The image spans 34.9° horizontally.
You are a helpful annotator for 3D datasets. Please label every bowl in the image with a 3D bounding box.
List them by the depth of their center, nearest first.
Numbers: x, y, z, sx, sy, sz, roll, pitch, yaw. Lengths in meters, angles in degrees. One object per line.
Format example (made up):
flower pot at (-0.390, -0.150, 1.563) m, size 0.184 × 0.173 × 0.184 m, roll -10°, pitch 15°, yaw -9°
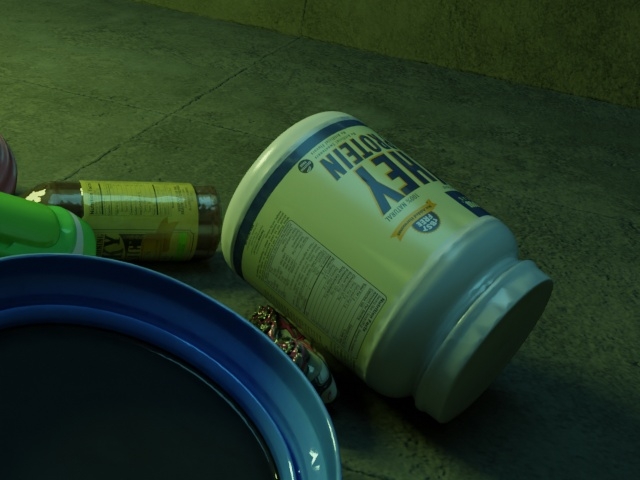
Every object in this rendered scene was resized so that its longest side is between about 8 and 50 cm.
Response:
bowl at (-0.170, 0.160, 0.872) m, size 0.391 × 0.077 × 0.391 m, roll 22°, pitch 28°, yaw -13°

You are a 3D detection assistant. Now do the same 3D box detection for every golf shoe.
golf shoe at (-0.039, 0.135, 1.155) m, size 0.086 × 0.067 × 0.186 m, roll 39°, pitch 1°, yaw -26°

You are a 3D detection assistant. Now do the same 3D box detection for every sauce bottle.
sauce bottle at (-0.308, -0.025, 1.350) m, size 0.344 × 0.111 × 0.111 m, roll 0°, pitch 24°, yaw -20°

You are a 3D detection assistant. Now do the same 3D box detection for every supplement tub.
supplement tub at (0.073, 0.028, 1.159) m, size 0.325 × 0.235 × 0.235 m, roll 38°, pitch 32°, yaw 22°

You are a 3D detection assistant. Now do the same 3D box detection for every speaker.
speaker at (-0.404, -0.006, 1.135) m, size 0.296 × 0.131 × 0.131 m, roll 18°, pitch 11°, yaw -43°

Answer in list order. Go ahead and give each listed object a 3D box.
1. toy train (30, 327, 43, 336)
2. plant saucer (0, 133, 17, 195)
toy train at (-0.260, 0.156, 0.970) m, size 0.166 × 0.046 × 0.125 m, roll 36°, pitch 31°, yaw -24°
plant saucer at (-0.581, -0.124, 1.383) m, size 0.332 × 0.084 × 0.332 m, roll 13°, pitch 37°, yaw -10°
